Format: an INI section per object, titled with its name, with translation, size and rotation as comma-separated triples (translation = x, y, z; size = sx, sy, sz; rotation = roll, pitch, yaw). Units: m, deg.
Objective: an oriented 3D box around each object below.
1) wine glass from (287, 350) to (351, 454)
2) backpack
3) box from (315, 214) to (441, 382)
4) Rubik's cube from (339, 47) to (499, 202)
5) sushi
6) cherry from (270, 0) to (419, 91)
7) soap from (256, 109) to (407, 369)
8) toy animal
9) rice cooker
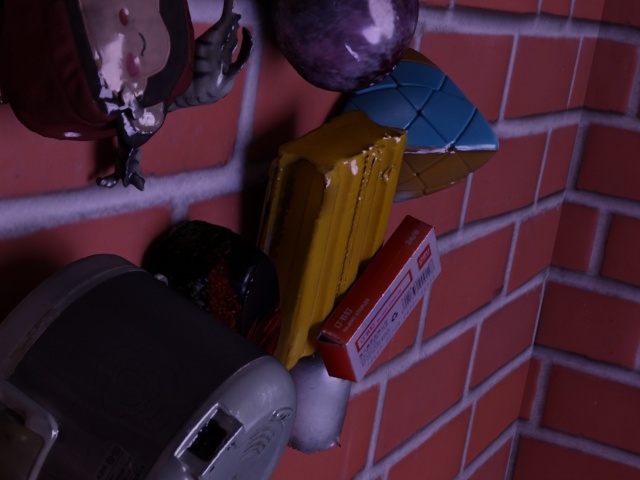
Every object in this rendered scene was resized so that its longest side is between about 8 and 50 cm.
[wine glass]
translation = -0.010, 0.203, 1.939
size = 0.111, 0.111, 0.204
rotation = -36, 133, -58
[backpack]
translation = -0.198, -0.194, 1.221
size = 0.229, 0.139, 0.229
rotation = 14, 74, -60
[box]
translation = 0.083, 0.085, 1.834
size = 0.229, 0.050, 0.123
rotation = -52, 152, -20
[Rubik's cube]
translation = 0.156, -0.185, 1.963
size = 0.254, 0.254, 0.254
rotation = -47, 145, -50
[sushi]
translation = -0.125, 0.077, 1.582
size = 0.225, 0.126, 0.136
rotation = 87, 26, -50
[cherry]
translation = 0.024, -0.283, 1.641
size = 0.195, 0.195, 0.195
rotation = -47, 145, -50
[soap]
translation = 0.000, -0.001, 1.763
size = 0.204, 0.096, 0.324
rotation = -30, 141, -48
[toy animal]
translation = -0.149, -0.153, 1.352
size = 0.073, 0.217, 0.176
rotation = 24, 58, -41
[rice cooker]
translation = -0.194, 0.176, 1.267
size = 0.288, 0.277, 0.288
rotation = -52, 163, -23
